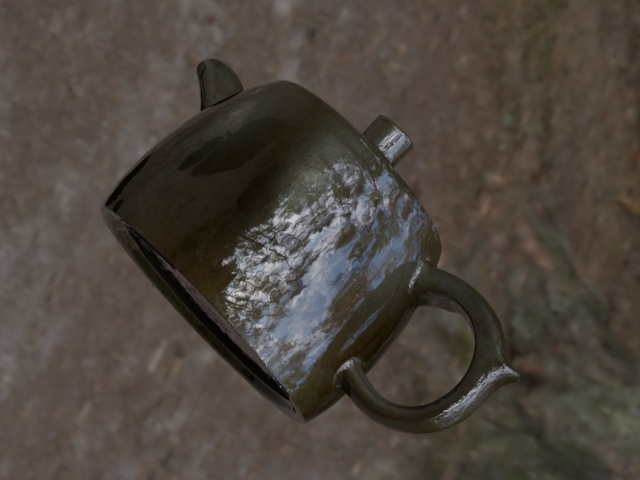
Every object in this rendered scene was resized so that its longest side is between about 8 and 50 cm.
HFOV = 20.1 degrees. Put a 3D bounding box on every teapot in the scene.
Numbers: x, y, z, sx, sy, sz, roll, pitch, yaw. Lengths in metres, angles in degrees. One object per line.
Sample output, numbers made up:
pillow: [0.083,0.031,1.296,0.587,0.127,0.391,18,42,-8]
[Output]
teapot: [0.000,0.000,0.437,0.068,0.121,0.076,-44,152,-10]
